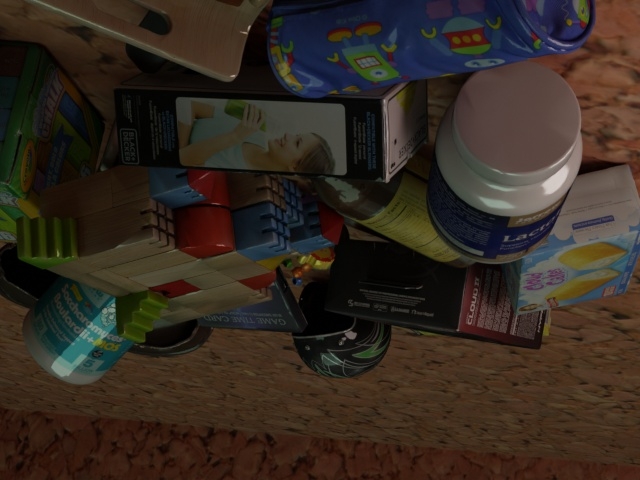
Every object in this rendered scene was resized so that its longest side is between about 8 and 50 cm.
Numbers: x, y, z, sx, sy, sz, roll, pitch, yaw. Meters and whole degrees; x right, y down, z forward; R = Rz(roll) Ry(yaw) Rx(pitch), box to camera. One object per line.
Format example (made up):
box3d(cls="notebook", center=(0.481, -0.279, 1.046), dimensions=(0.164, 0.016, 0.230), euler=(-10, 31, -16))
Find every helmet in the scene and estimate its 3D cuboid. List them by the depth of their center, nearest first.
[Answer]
box3d(cls="helmet", center=(0.036, 0.150, 2.239), dimensions=(0.169, 0.161, 0.169), euler=(9, 163, 3))

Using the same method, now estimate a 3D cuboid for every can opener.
box3d(cls="can opener", center=(-0.132, -0.243, 1.280), dimensions=(0.093, 0.074, 0.280), euler=(47, 156, -1))

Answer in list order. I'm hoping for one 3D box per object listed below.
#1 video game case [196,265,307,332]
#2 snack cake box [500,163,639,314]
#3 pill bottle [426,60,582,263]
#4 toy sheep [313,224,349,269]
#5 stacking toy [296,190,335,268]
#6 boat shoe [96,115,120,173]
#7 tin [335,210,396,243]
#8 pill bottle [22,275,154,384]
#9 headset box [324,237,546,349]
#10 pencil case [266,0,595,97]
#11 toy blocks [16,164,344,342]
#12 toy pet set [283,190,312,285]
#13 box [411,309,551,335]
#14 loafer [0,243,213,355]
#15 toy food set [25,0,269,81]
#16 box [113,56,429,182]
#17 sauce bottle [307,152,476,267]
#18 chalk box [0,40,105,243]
box3d(cls="video game case", center=(-0.150, 0.019, 1.921), dimensions=(0.196, 0.026, 0.274), euler=(1, 130, 37))
box3d(cls="snack cake box", center=(0.307, 0.006, 1.674), dimensions=(0.152, 0.089, 0.264), euler=(-14, 161, 2))
box3d(cls="pill bottle", center=(0.193, -0.081, 1.429), dimensions=(0.153, 0.153, 0.264), euler=(9, 163, 5))
box3d(cls="toy sheep", center=(0.000, 0.000, 1.920), dimensions=(0.091, 0.091, 0.132), euler=(6, 166, 14))
box3d(cls="stacking toy", center=(-0.060, -0.052, 1.730), dimensions=(0.221, 0.052, 0.167), euler=(16, 136, -14))
box3d(cls="boat shoe", center=(-0.244, -0.081, 1.760), dimensions=(0.096, 0.112, 0.335), euler=(18, 158, -10))
box3d(cls="tin", center=(0.109, -0.029, 1.843), dimensions=(0.190, 0.040, 0.106), euler=(21, 164, -30))
box3d(cls="pill bottle", center=(-0.297, 0.076, 1.915), dimensions=(0.146, 0.146, 0.264), euler=(23, 123, -36))
box3d(cls="headset box", center=(0.161, 0.074, 1.894), dimensions=(0.218, 0.110, 0.293), euler=(7, 175, 34))
box3d(cls="pencil case", center=(0.086, -0.201, 1.167), dimensions=(0.306, 0.119, 0.133), euler=(-6, 153, 42))
box3d(cls="toy blocks", center=(-0.137, -0.007, 1.587), dimensions=(0.261, 0.190, 0.381), euler=(-15, 158, 21))
box3d(cls="toy pet set", center=(-0.058, -0.012, 1.857), dimensions=(0.065, 0.122, 0.114), euler=(-9, 149, -36))
box3d(cls="box", center=(0.244, 0.101, 2.094), dimensions=(0.232, 0.087, 0.058), euler=(-1, 159, 35))
box3d(cls="loafer", center=(-0.342, 0.089, 2.067), dimensions=(0.366, 0.133, 0.130), euler=(13, 172, 3))
box3d(cls="toy food set", center=(-0.082, -0.252, 1.044), dimensions=(0.220, 0.092, 0.306), euler=(20, 142, -29))
box3d(cls="box", center=(-0.046, -0.130, 1.395), dimensions=(0.290, 0.087, 0.169), euler=(5, -160, 19))
box3d(cls="sauce bottle", center=(0.070, -0.070, 1.618), dimensions=(0.344, 0.111, 0.111), euler=(27, 156, -37))
box3d(cls="chalk box", center=(-0.399, -0.124, 1.596), dimensions=(0.180, 0.179, 0.289), euler=(6, 162, 14))
